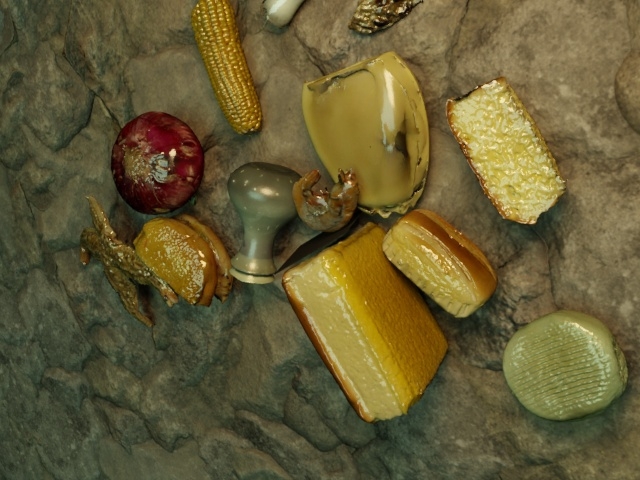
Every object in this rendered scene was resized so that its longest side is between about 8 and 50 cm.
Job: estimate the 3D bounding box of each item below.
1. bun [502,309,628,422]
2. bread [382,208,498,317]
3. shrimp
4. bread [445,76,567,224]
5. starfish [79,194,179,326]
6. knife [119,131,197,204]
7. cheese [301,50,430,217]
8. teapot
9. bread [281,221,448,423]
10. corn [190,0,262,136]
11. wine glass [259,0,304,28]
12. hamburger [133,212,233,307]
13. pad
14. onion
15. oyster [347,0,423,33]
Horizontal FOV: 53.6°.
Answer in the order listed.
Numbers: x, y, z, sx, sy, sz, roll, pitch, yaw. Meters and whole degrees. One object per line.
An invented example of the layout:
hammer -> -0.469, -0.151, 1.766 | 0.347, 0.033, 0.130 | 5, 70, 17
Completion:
bun -> 0.455, 0.229, 1.171 | 0.221, 0.108, 0.221 | 7, 103, 36
bread -> 0.233, 0.036, 1.227 | 0.236, 0.140, 0.106 | 42, 125, 14
shrimp -> 0.009, -0.083, 1.256 | 0.132, 0.052, 0.187 | 19, 135, -9
bread -> 0.330, -0.159, 1.114 | 0.129, 0.134, 0.260 | -29, 93, 24
starfish -> -0.533, 0.087, 1.701 | 0.432, 0.082, 0.324 | 44, 140, 16
knife -> -0.421, -0.188, 1.631 | 0.293, 0.020, 0.043 | 39, 119, 14
cheese -> 0.103, -0.197, 1.250 | 0.259, 0.128, 0.316 | -11, 101, 45
teapot -> -0.126, -0.038, 1.386 | 0.183, 0.183, 0.251 | 20, 107, 25
bread -> 0.098, 0.146, 1.238 | 0.143, 0.323, 0.333 | -30, 87, 26
corn -> -0.207, -0.379, 1.394 | 0.101, 0.102, 0.313 | -9, 100, 33
wine glass -> -0.049, -0.505, 1.279 | 0.155, 0.072, 0.072 | -35, 86, 33
hamburger -> -0.318, 0.031, 1.564 | 0.283, 0.144, 0.157 | 39, 110, 15
pad -> 0.000, 0.000, 1.360 | 0.211, 0.143, 0.003 | -30, 101, 35
onion -> -0.383, -0.179, 1.511 | 0.246, 0.190, 0.247 | -2, 86, 36
oyster -> 0.119, -0.463, 1.200 | 0.177, 0.056, 0.105 | -27, 98, 30
